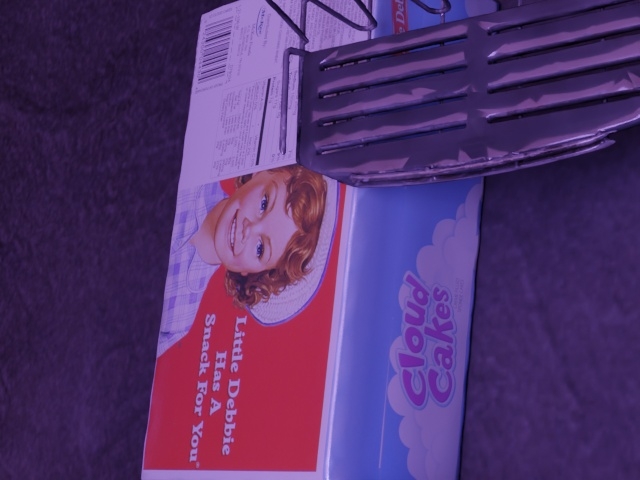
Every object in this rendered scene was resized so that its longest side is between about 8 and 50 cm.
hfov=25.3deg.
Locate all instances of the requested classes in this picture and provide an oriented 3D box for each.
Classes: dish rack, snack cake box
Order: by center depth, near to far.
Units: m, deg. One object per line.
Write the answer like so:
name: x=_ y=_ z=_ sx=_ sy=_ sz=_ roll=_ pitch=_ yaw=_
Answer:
dish rack: x=0.060 y=-0.160 z=0.626 sx=0.208 sy=0.074 sz=0.271 roll=-10 pitch=68 yaw=29
snack cake box: x=0.000 y=0.000 z=0.731 sx=0.152 sy=0.089 sz=0.264 roll=-9 pitch=69 yaw=47
